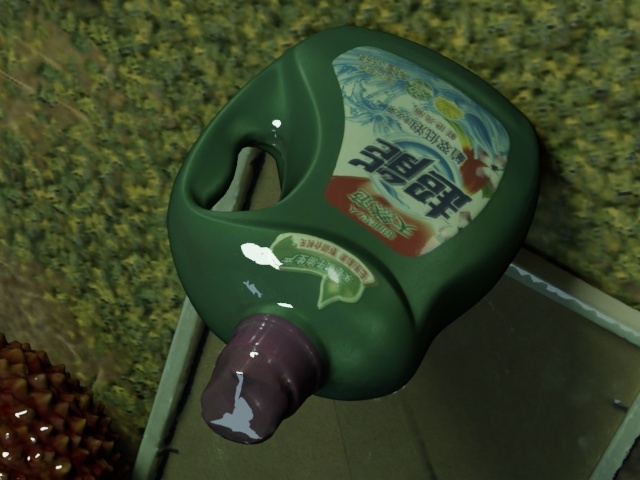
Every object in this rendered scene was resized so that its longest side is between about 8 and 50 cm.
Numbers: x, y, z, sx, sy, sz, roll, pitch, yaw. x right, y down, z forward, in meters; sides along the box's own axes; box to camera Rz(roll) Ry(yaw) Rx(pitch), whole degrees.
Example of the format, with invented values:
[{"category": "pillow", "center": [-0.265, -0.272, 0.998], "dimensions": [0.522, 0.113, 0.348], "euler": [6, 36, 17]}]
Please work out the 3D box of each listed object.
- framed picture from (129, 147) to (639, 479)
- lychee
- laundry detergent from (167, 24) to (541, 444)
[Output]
[{"category": "framed picture", "center": [0.028, 0.104, 1.034], "dimensions": [0.247, 0.022, 0.335], "euler": [29, 135, 10]}, {"category": "lychee", "center": [-0.194, 0.141, 1.100], "dimensions": [0.188, 0.188, 0.188], "euler": [18, 132, 21]}, {"category": "laundry detergent", "center": [0.000, 0.000, 0.825], "dimensions": [0.144, 0.222, 0.078], "euler": [31, 136, 9]}]
